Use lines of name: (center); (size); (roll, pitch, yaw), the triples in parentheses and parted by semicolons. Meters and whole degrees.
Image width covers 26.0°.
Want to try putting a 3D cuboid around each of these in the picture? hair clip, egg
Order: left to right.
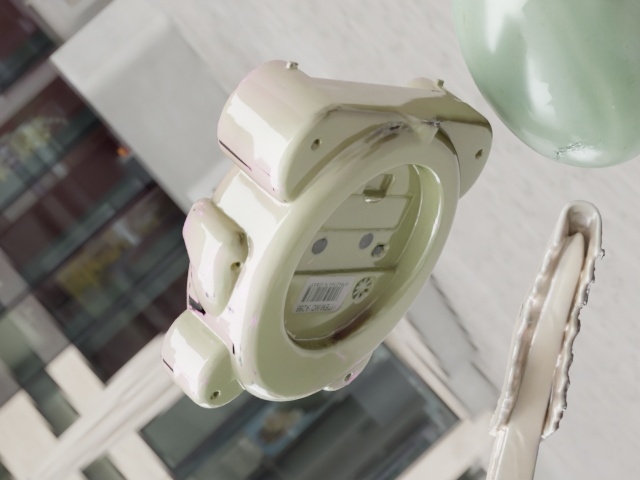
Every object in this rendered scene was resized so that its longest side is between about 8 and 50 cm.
hair clip: (0.109, 0.087, 0.735); (0.034, 0.226, 0.072); (12, -175, -4)
egg: (0.231, -0.198, 1.288); (0.283, 0.203, 0.203); (66, 170, -17)

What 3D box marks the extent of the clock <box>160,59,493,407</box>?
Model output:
clock: (0.000, 0.000, 1.229); (0.114, 0.309, 0.284); (39, -155, 31)
